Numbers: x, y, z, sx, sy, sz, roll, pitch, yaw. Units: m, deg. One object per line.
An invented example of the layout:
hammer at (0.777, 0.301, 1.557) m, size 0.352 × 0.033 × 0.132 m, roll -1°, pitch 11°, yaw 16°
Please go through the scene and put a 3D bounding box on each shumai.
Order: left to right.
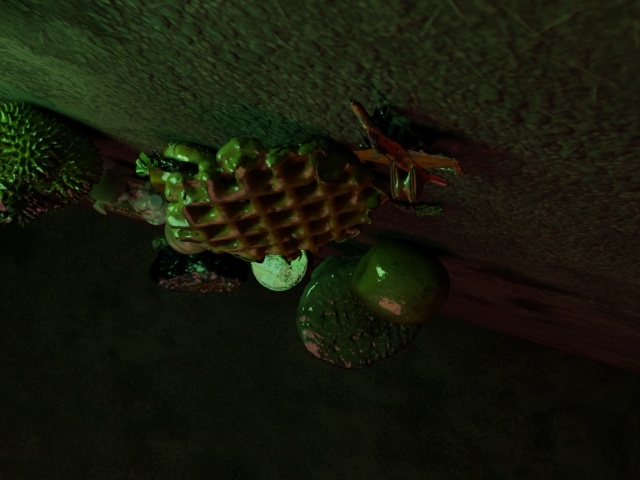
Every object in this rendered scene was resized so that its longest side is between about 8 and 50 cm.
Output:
shumai at (0.093, 0.176, 1.589) m, size 0.398 × 0.323 × 0.323 m, roll -8°, pitch -161°, yaw -15°

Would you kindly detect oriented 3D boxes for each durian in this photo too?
durian at (-0.596, -0.154, 1.033) m, size 0.224 × 0.291 × 0.291 m, roll 58°, pitch 176°, yaw 8°

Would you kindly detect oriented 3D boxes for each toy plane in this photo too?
toy plane at (0.081, -0.108, 0.566) m, size 0.135 × 0.062 × 0.188 m, roll 11°, pitch 156°, yaw 36°

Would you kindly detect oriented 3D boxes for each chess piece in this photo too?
chess piece at (-0.374, -0.039, 1.686) m, size 0.167 × 0.166 × 0.300 m, roll 23°, pitch 163°, yaw -34°

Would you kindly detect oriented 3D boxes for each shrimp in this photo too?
shrimp at (0.148, -0.058, 0.848) m, size 0.083 × 0.023 × 0.114 m, roll 25°, pitch 173°, yaw -28°

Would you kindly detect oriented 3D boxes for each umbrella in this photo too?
umbrella at (-0.002, 0.005, 1.521) m, size 0.269 × 0.044 × 0.044 m, roll 18°, pitch -158°, yaw -2°

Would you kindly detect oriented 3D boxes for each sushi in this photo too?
sushi at (-0.452, 0.045, 2.002) m, size 0.329 × 0.285 × 0.328 m, roll -15°, pitch 160°, yaw 33°

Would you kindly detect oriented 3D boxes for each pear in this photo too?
pear at (0.191, 0.100, 1.220) m, size 0.211 × 0.188 × 0.228 m, roll 30°, pitch 170°, yaw -5°

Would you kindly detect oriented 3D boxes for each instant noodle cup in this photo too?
instant noodle cup at (-0.107, 0.065, 1.722) m, size 0.193 × 0.192 × 0.212 m, roll 15°, pitch -178°, yaw 12°

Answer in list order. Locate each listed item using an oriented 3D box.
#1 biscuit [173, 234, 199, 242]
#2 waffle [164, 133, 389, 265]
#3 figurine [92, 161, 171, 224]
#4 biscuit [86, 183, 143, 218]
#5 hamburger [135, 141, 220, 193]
biscuit at (-0.103, -0.034, 1.033) m, size 0.359 × 0.074 × 0.381 m, roll -2°, pitch 176°, yaw -41°
waffle at (-0.068, -0.049, 0.782) m, size 0.325 × 0.068 × 0.302 m, roll 11°, pitch 148°, yaw -35°
figurine at (-0.473, -0.106, 1.390) m, size 0.163 × 0.141 × 0.237 m, roll 17°, pitch 174°, yaw 38°
biscuit at (-0.746, -0.142, 1.932) m, size 0.260 × 0.079 × 0.259 m, roll 17°, pitch 172°, yaw 3°
hamburger at (-0.238, -0.124, 0.951) m, size 0.190 × 0.093 × 0.164 m, roll 19°, pitch 170°, yaw -25°
